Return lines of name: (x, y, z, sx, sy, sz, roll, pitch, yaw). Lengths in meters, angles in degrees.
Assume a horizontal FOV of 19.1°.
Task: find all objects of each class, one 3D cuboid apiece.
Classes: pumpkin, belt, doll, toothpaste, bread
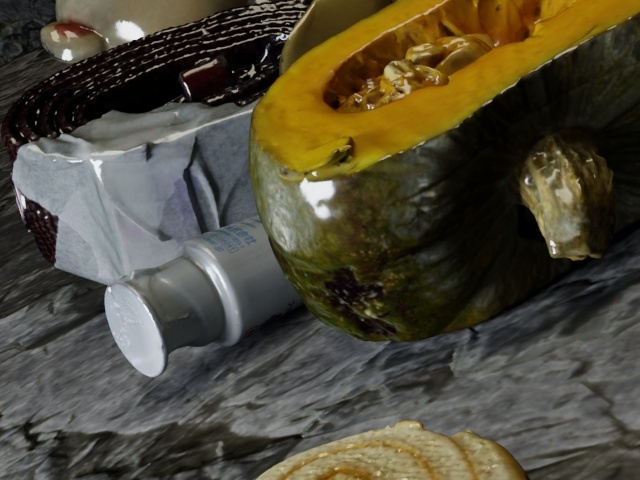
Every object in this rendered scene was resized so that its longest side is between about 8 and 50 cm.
pumpkin: (0.116, -0.065, 1.089, 0.317, 0.139, 0.222, -26, 30, -7)
belt: (-0.080, -0.061, 1.391, 0.289, 0.164, 0.184, -18, 35, -10)
doll: (-0.057, -0.186, 1.583, 0.330, 0.174, 0.235, 9, 32, 9)
toothpaste: (0.000, 0.000, 1.249, 0.299, 0.073, 0.114, -25, 13, -30)
bread: (0.037, 0.130, 0.762, 0.122, 0.073, 0.149, -22, 17, -6)

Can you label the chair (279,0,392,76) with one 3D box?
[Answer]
chair: (0.087, -0.133, 1.264, 0.247, 0.159, 0.172, -13, 17, -4)
